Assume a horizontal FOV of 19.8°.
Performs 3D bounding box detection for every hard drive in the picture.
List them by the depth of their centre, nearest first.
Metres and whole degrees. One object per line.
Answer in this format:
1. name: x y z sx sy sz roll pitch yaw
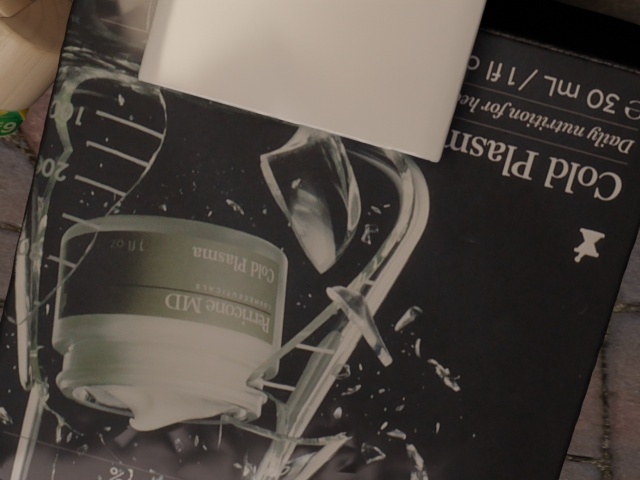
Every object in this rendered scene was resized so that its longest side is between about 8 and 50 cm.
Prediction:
1. hard drive: 0.024 -0.258 1.339 0.233 0.353 0.047 15 -170 -2

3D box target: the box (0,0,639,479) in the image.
1. box: 0.000 0.000 1.571 0.479 0.472 0.297 15 -164 -1

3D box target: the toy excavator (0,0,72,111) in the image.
1. toy excavator: -0.441 -0.303 1.532 0.222 0.433 0.445 -45 160 27

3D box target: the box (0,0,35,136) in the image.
1. box: -0.316 -0.177 1.770 0.105 0.179 0.043 -1 148 25
